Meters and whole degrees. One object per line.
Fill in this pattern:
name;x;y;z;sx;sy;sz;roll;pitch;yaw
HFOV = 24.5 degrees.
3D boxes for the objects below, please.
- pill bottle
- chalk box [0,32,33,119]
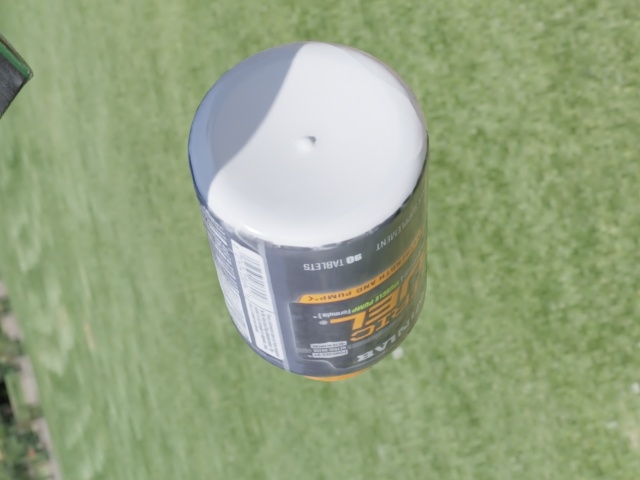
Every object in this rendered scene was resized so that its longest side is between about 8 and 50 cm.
pill bottle;0.000;0.000;0.878;0.246;0.130;0.130;82;168;-63
chalk box;-0.233;-0.073;0.647;0.132;0.213;0.132;10;151;42
